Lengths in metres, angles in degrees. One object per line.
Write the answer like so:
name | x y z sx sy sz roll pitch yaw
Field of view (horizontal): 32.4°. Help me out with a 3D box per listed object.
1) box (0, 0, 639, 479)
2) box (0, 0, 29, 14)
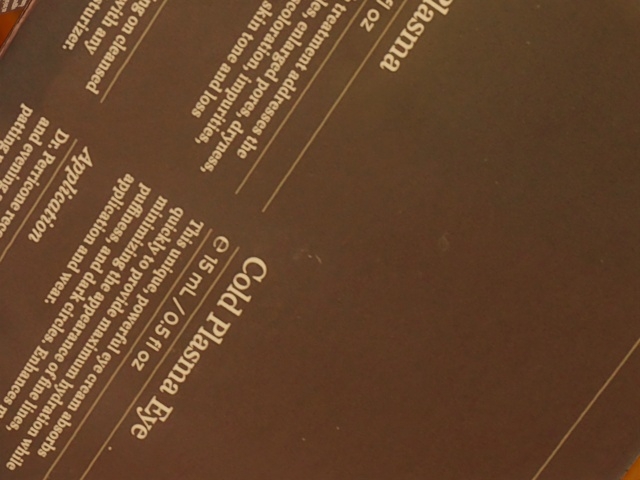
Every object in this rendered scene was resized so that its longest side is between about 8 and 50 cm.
box | 0.000 0.000 0.528 0.343 0.312 0.179 -55 5 9
box | -0.319 -0.334 0.867 0.296 0.294 0.182 64 154 5
